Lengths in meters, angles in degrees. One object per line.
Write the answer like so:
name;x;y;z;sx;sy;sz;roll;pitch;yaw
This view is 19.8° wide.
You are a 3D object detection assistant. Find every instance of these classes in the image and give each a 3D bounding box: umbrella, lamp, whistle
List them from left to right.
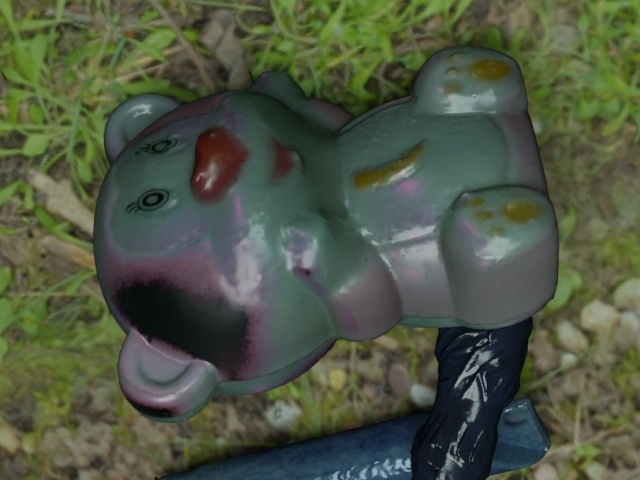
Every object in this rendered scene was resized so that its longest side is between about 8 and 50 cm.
lamp;0.000;0.000;1.250;0.301;0.247;0.247;-9;153;1
whistle;0.020;0.173;1.383;0.304;0.062;0.062;-15;111;15
umbrella;0.100;0.141;1.304;0.071;0.071;0.248;11;83;4
